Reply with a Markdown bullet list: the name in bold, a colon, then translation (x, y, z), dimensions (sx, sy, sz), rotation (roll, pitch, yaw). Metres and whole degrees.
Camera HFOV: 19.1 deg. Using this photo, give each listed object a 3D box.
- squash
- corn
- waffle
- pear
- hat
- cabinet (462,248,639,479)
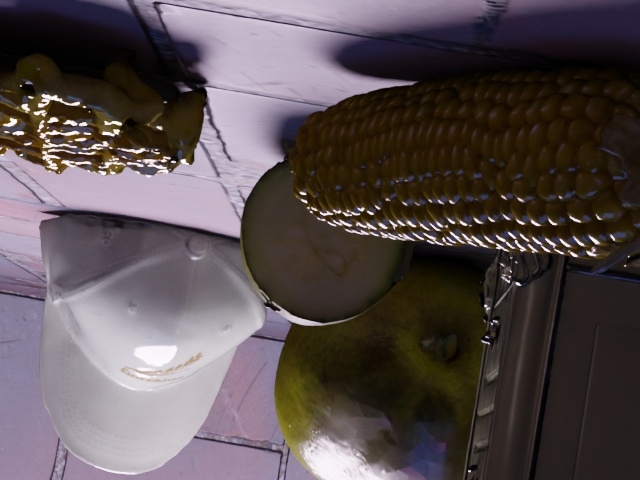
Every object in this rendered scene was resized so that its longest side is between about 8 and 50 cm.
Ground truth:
- **squash**: translation (0.000, 0.000, 1.330), dimensions (0.123, 0.123, 0.187), rotation (10, 177, -2)
- **corn**: translation (0.081, -0.038, 0.935), dimensions (0.091, 0.091, 0.260), rotation (-35, -157, -33)
- **waffle**: translation (-0.176, -0.081, 1.124), dimensions (0.281, 0.060, 0.262), rotation (6, 176, 39)
- **pear**: translation (0.090, 0.140, 1.784), dimensions (0.269, 0.269, 0.321), rotation (11, 161, -7)
- **hat**: translation (-0.180, 0.112, 1.989), dimensions (0.258, 0.301, 0.168), rotation (11, -164, -16)
- **cabinet**: translation (0.200, 0.131, 1.239), dimensions (0.228, 0.318, 0.290), rotation (8, 174, 3)
